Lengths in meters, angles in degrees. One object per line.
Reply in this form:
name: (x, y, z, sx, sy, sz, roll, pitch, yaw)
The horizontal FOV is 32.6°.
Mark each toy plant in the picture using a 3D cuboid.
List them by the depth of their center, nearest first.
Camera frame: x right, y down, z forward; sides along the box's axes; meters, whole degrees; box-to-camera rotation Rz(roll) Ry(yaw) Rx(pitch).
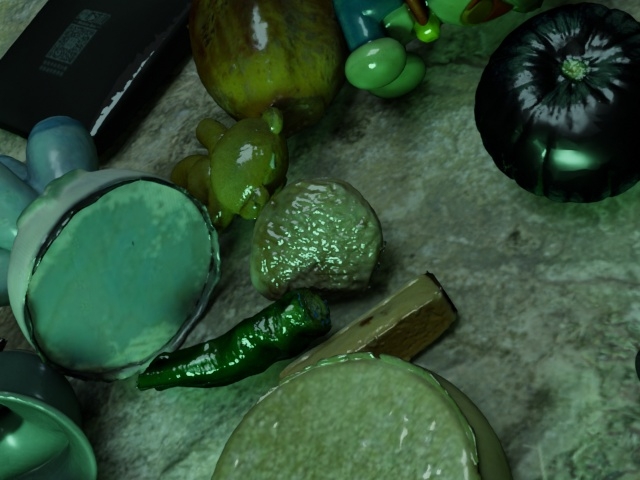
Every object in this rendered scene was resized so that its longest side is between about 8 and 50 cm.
toy plant: (-0.300, -0.014, 1.225, 0.332, 0.247, 0.247, 30, 76, 42)

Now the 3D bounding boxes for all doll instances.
doll: (0.142, -0.301, 1.171, 0.322, 0.198, 0.186, -31, 80, 12)
doll: (-0.100, -0.070, 1.226, 0.209, 0.097, 0.137, -13, 70, 55)

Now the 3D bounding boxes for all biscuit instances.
biscuit: (0.044, 0.102, 1.059, 0.188, 0.052, 0.056, -35, 34, 2)

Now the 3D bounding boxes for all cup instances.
cup: (-0.327, 0.188, 1.144, 0.199, 0.199, 0.150, -26, 31, 12)

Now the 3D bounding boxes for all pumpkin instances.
pumpkin: (0.247, -0.131, 1.053, 0.202, 0.140, 0.202, -6, 63, 12)

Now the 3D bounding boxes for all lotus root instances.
lotus root: (-0.055, -0.242, 1.301, 0.193, 0.193, 0.291, -25, 47, 12)

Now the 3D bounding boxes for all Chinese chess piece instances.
Chinese chess piece: (0.031, 0.229, 0.931, 0.270, 0.112, 0.270, -16, 52, 21)

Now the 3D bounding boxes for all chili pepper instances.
chili pepper: (-0.089, 0.114, 1.104, 0.224, 0.098, 0.061, -27, 77, 21)

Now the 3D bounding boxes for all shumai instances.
shumai: (0.000, -0.004, 1.136, 0.146, 0.145, 0.116, -28, 6, 10)

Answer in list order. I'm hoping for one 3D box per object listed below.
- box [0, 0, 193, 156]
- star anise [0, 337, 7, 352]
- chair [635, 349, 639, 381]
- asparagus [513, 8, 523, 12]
box: (-0.323, -0.252, 1.520, 0.290, 0.073, 0.289, 21, 70, 39)
star anise: (-0.410, 0.186, 1.261, 0.157, 0.053, 0.212, -32, 45, 7)
chair: (0.311, 0.089, 0.795, 0.145, 0.221, 0.140, -34, 47, 3)
asparagus: (0.208, -0.285, 1.268, 0.108, 0.021, 0.025, 26, 75, 39)
